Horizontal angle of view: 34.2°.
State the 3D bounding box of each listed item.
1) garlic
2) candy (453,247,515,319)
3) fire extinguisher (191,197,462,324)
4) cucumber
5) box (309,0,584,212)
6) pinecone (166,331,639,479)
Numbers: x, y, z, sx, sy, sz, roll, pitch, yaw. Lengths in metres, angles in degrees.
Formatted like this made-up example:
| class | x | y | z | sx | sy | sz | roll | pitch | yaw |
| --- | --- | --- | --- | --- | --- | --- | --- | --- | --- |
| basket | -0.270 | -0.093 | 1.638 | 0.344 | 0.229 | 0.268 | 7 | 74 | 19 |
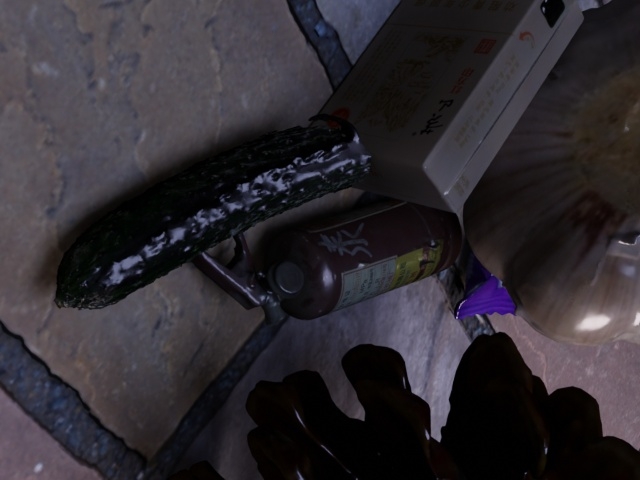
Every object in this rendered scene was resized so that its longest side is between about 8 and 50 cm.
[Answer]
| class | x | y | z | sx | sy | sz | roll | pitch | yaw |
| --- | --- | --- | --- | --- | --- | --- | --- | --- | --- |
| garlic | 0.267 | -0.057 | 0.854 | 0.241 | 0.322 | 0.322 | 30 | 83 | -50 |
| candy | 0.205 | -0.042 | 1.018 | 0.145 | 0.070 | 0.275 | -3 | 108 | -36 |
| fire extinguisher | -0.002 | 0.007 | 0.828 | 0.252 | 0.106 | 0.075 | -17 | 155 | -41 |
| cucumber | -0.079 | -0.023 | 0.716 | 0.245 | 0.067 | 0.067 | -25 | 123 | -29 |
| box | 0.095 | -0.126 | 0.811 | 0.201 | 0.141 | 0.058 | -55 | 132 | -18 |
| pinecone | 0.053 | 0.253 | 0.750 | 0.397 | 0.397 | 0.398 | -20 | 119 | -41 |
